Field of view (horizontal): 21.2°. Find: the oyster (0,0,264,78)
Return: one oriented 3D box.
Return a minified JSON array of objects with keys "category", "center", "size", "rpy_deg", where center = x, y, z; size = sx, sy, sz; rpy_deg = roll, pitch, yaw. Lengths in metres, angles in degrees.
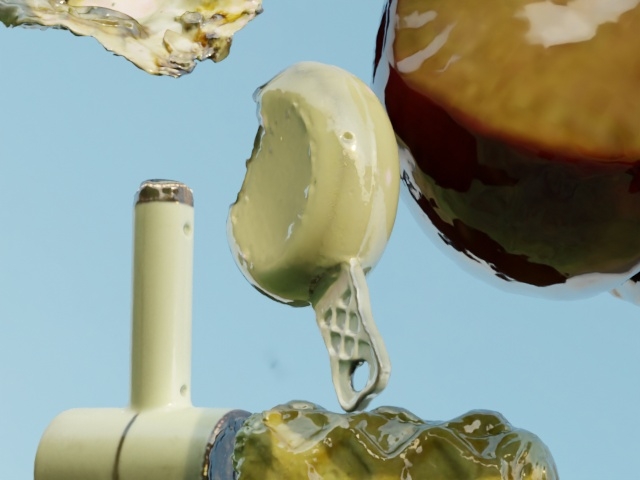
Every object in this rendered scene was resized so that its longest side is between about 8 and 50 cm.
[{"category":"oyster","center":[-0.242,-0.260,1.878],"size":[0.355,0.201,0.107],"rpy_deg":[20,-39,8]}]

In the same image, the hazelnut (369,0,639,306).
[{"category":"hazelnut","center":[0.234,-0.138,1.282],"size":[0.359,0.359,0.409],"rpy_deg":[36,-87,5]}]

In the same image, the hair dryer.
[{"category":"hair dryer","center":[-0.153,0.101,1.605],"size":[0.203,0.128,0.362],"rpy_deg":[-4,-98,30]}]

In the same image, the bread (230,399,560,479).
[{"category":"bread","center":[0.057,0.201,1.366],"size":[0.268,0.130,0.152],"rpy_deg":[2,-36,5]}]

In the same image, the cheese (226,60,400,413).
[{"category":"cheese","center":[0.011,-0.012,1.159],"size":[0.163,0.071,0.249],"rpy_deg":[-63,-145,20]}]
